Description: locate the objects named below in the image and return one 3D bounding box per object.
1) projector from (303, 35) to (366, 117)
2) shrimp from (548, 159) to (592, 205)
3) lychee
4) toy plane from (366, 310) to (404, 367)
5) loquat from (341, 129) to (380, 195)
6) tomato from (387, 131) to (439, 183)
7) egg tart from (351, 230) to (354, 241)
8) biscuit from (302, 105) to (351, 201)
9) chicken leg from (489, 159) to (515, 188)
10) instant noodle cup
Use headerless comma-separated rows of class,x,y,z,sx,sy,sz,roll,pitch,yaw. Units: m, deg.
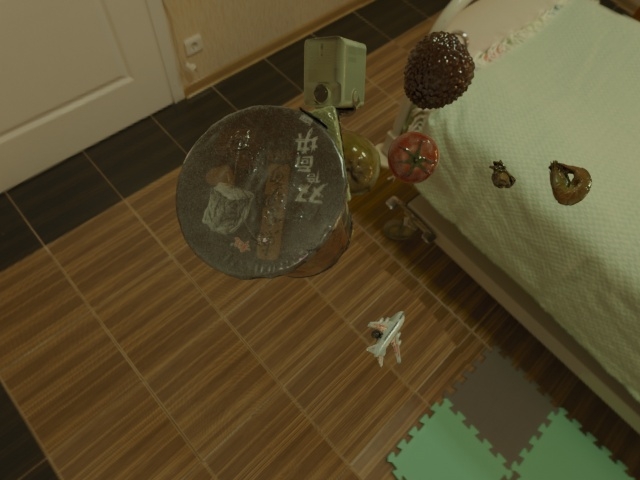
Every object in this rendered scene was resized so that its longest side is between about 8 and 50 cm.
projector,0.048,-0.526,1.362,0.163,0.242,0.177,13,23,30
shrimp,0.975,-0.245,1.656,0.061,0.145,0.267,30,38,-19
lychee,0.423,-0.609,1.533,0.268,0.267,0.267,3,63,-5
toy plane,0.193,0.270,1.200,0.162,0.066,0.171,52,50,-20
loquat,0.101,-0.307,1.662,0.276,0.276,0.284,-8,21,-10
tomato,0.476,-0.428,2.155,0.265,0.265,0.264,3,63,-5
egg tart,0.000,0.000,1.457,0.232,0.252,0.098,-22,53,30
biscuit,-0.010,-0.165,0.850,0.121,0.040,0.199,-10,85,14
chicken leg,0.770,-0.275,1.774,0.196,0.080,0.125,-5,67,-59
instant noodle cup,-0.053,-0.043,0.585,0.218,0.207,0.217,-3,78,12
